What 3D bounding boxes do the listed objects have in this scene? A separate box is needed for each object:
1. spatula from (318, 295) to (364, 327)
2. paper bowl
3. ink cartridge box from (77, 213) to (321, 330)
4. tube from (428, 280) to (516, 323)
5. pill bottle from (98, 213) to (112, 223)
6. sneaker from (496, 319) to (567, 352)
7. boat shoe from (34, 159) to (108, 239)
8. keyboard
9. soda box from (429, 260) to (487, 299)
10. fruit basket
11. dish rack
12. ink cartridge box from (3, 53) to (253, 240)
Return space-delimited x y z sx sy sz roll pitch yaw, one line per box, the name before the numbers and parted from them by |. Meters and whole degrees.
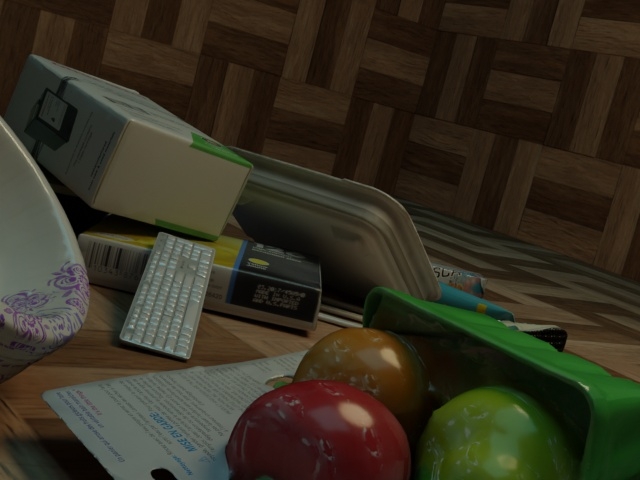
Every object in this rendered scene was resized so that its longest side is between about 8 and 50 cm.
spatula | 0.080 0.112 1.331 0.242 0.019 0.168 16 9 10
paper bowl | -0.312 -0.013 0.711 0.284 0.148 0.284 58 7 -12
ink cartridge box | -0.150 0.027 1.307 0.303 0.072 0.307 12 11 -4
tube | 0.226 0.107 1.501 0.207 0.052 0.080 21 -26 44
pill bottle | -0.329 -0.048 1.512 0.120 0.067 0.067 13 8 -14
sneaker | 0.288 0.137 1.397 0.161 0.057 0.075 4 18 -41
boat shoe | -0.408 -0.053 1.246 0.127 0.113 0.340 30 10 26
keyboard | -0.162 0.054 1.059 0.072 0.014 0.256 12 24 -5
soda box | 0.195 0.069 1.704 0.183 0.058 0.063 13 8 -6
fruit basket | 0.036 0.150 0.649 0.353 0.165 0.327 -10 20 -33
dish rack | 0.000 0.000 1.428 0.332 0.072 0.285 20 -24 32
ink cartridge box | -0.264 -0.127 1.296 0.211 0.122 0.289 17 12 -45
